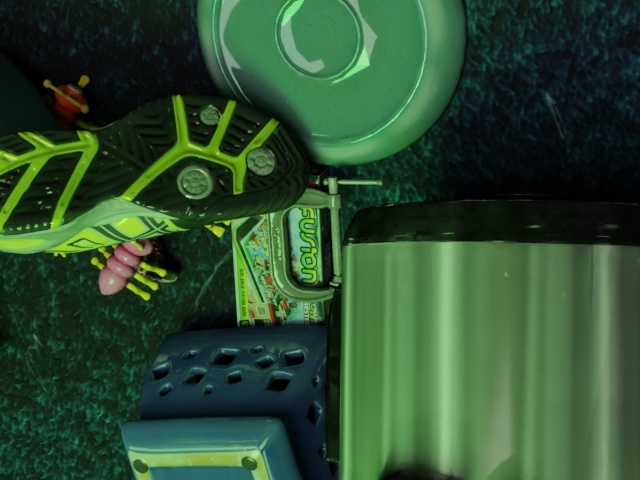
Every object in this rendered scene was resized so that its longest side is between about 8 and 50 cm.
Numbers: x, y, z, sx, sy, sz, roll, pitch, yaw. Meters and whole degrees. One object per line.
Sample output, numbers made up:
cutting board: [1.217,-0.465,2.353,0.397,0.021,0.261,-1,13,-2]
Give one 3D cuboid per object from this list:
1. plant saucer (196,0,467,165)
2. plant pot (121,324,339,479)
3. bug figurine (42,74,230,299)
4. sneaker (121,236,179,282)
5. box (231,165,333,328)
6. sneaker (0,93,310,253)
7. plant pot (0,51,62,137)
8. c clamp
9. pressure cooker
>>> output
plant saucer: [0.002,-0.228,1.750,0.317,0.044,0.318,8,112,19]
plant pot: [-0.088,0.250,1.846,0.236,0.212,0.236,-4,118,22]
bug figurine: [-0.248,-0.055,1.871,0.279,0.072,0.216,29,95,8]
sneaker: [-0.212,0.001,1.920,0.119,0.047,0.057,40,107,2]
box: [-0.044,0.013,1.860,0.114,0.036,0.207,4,111,19]
sneaker: [-0.205,-0.067,1.765,0.384,0.147,0.145,-4,75,-8]
plant pot: [-0.426,-0.135,1.847,0.166,0.165,0.234,-55,46,27]
c clamp: [0.000,0.000,1.803,0.137,0.022,0.161,9,112,17]
pressure cooker: [0.194,0.172,1.579,0.369,0.375,0.420,0,88,-8]
